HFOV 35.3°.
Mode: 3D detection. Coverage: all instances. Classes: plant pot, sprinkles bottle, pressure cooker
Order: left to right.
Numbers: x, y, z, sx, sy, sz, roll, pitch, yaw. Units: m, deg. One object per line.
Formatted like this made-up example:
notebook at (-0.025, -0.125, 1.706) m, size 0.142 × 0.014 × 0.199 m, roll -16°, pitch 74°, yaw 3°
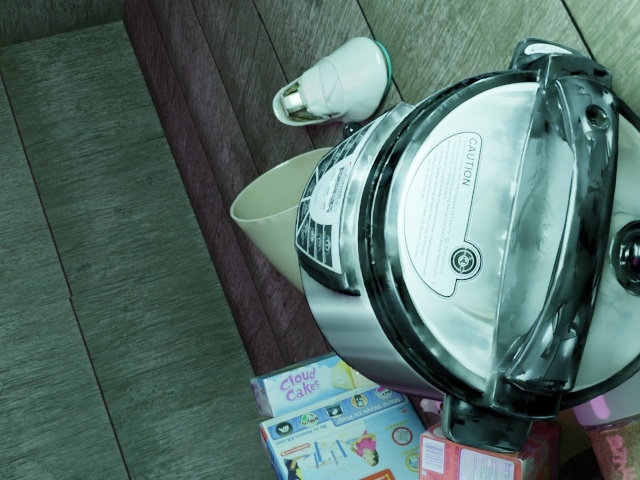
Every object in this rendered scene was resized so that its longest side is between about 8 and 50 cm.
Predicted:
plant pot at (0.000, 0.000, 1.965) m, size 0.274 × 0.257 × 0.256 m, roll 62°, pitch 168°, yaw -23°
pressure cooker at (0.191, 0.001, 1.114) m, size 0.369 × 0.376 × 0.420 m, roll 60°, pitch 164°, yaw -5°
sprinkles bottle at (0.402, 0.316, 1.157) m, size 0.121 × 0.121 × 0.355 m, roll 140°, pitch 111°, yaw -72°

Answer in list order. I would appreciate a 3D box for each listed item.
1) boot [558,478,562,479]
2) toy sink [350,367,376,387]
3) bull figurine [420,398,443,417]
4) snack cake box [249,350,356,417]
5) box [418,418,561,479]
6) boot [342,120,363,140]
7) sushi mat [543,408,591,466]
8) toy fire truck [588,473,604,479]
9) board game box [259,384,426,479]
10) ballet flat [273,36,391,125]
boot at (0.351, 0.521, 1.506) m, size 0.348 × 0.131 × 0.260 m, roll 38°, pitch 119°, yaw 7°
toy sink at (0.108, 0.144, 1.742) m, size 0.234 × 0.131 × 0.152 m, roll -44°, pitch -60°, yaw -78°
bull figurine at (0.190, 0.144, 1.509) m, size 0.188 × 0.101 × 0.310 m, roll 49°, pitch 151°, yaw 22°
snack cake box at (-0.006, 0.301, 2.175) m, size 0.152 × 0.265 × 0.089 m, roll 161°, pitch 93°, yaw -73°
box at (0.231, 0.394, 1.377) m, size 0.154 × 0.142 × 0.299 m, roll 8°, pitch 106°, yaw 34°
boot at (0.092, -0.148, 1.773) m, size 0.099 × 0.045 × 0.121 m, roll 43°, pitch 164°, yaw 55°
sushi mat at (0.243, 0.193, 1.389) m, size 0.316 × 0.019 × 0.151 m, roll 40°, pitch 143°, yaw 0°
toy fire truck at (0.366, 0.443, 1.254) m, size 0.158 × 0.217 × 0.246 m, roll -38°, pitch 86°, yaw 35°
board game box at (0.075, 0.454, 1.999) m, size 0.086 × 0.308 × 0.301 m, roll 93°, pitch 155°, yaw -51°
ballet flat at (0.005, -0.266, 1.826) m, size 0.400 × 0.139 × 0.139 m, roll 174°, pitch 79°, yaw -73°
